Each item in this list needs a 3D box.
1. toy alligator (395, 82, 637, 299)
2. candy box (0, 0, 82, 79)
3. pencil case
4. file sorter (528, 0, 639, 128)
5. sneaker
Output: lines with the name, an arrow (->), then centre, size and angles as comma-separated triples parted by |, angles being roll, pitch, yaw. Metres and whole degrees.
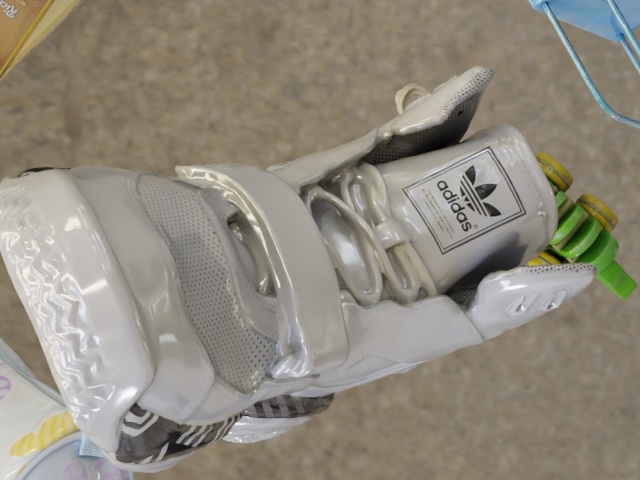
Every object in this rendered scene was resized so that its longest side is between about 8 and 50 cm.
toy alligator -> 0.121, -0.029, 0.981 | 0.190, 0.051, 0.056 | 41, 85, -5
candy box -> -0.250, -0.318, 1.499 | 0.316, 0.087, 0.183 | -44, 99, 6
pencil case -> -0.250, 0.130, 1.211 | 0.114, 0.273, 0.124 | -3, 113, -41
file sorter -> 0.246, -0.157, 1.047 | 0.118, 0.170, 0.104 | 9, 50, -52
sneaker -> 0.000, 0.000, 0.739 | 0.137, 0.210, 0.366 | 64, 7, 11
